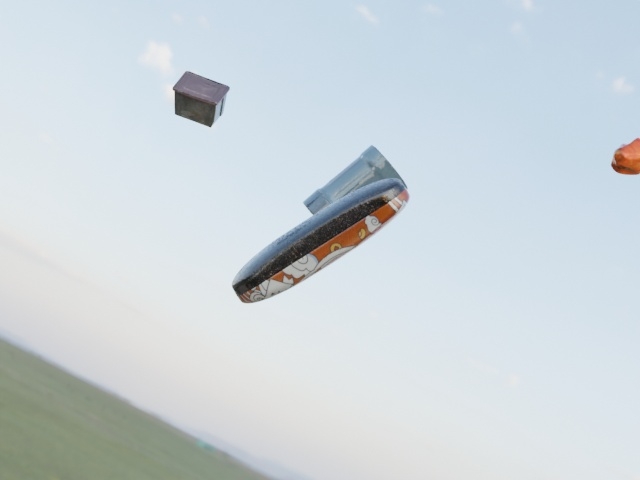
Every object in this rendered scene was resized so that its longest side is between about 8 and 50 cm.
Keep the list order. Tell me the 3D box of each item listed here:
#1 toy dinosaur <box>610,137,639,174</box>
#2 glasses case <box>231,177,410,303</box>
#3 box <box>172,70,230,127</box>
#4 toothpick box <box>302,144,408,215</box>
[{"bbox_3d":[0.325,-0.065,0.662,0.288,0.070,0.117,-2,-26,-17],"label":"toy dinosaur"},{"bbox_3d":[0.000,0.000,1.334,0.067,0.267,0.103,57,0,-5],"label":"glasses case"},{"bbox_3d":[-0.204,-0.238,1.702,0.085,0.060,0.063,20,-45,8],"label":"box"},{"bbox_3d":[0.059,-0.075,1.687,0.101,0.153,0.101,51,-1,1],"label":"toothpick box"}]
